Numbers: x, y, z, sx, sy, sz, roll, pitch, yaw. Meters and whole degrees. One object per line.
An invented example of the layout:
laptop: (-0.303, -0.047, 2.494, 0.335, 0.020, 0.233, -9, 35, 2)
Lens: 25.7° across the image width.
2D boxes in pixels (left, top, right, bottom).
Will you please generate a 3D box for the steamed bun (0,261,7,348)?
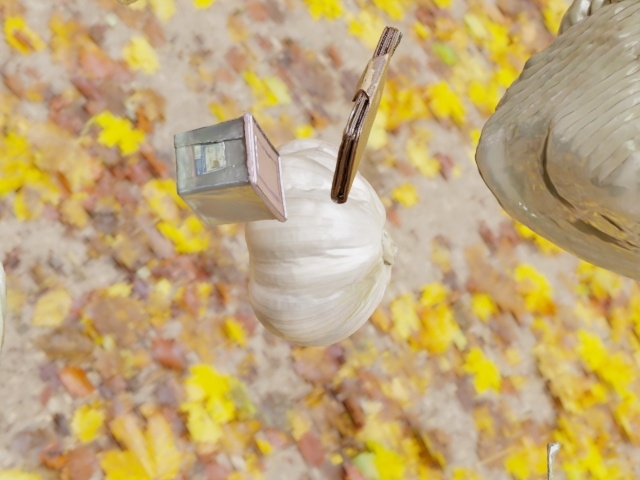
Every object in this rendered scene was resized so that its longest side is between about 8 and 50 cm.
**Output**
steamed bun: (-0.340, 0.061, 1.015, 0.237, 0.347, 0.394, 10, 56, -39)

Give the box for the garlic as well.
garlic: (0.001, 0.002, 1.510, 0.228, 0.152, 0.227, -5, 90, -71)

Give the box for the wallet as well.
wallet: (0.041, -0.125, 1.341, 0.026, 0.095, 0.176, 18, 48, 4)

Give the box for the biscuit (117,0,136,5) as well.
biscuit: (-0.223, -0.284, 1.187, 0.153, 0.030, 0.234, 58, 6, 8)

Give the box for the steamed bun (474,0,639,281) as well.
steamed bun: (0.304, -0.090, 1.039, 0.309, 0.324, 0.219, -49, 115, -12)

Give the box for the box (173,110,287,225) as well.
box: (-0.065, -0.047, 1.021, 0.084, 0.063, 0.060, 51, 30, -67)

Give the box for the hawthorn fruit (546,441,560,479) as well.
hawthorn fruit: (0.205, 0.272, 1.191, 0.165, 0.165, 0.285, 42, 10, -18)
